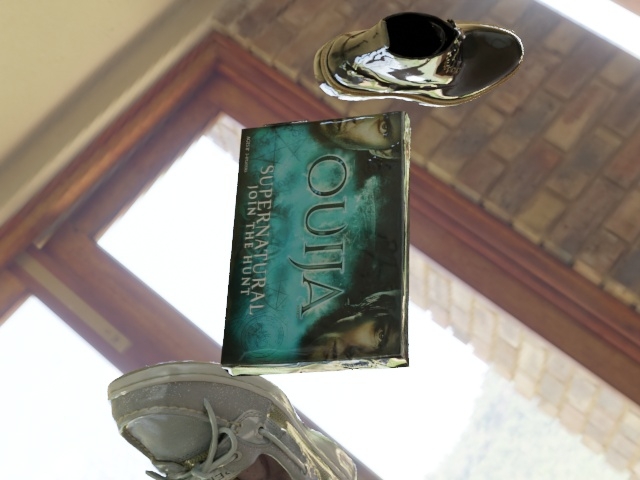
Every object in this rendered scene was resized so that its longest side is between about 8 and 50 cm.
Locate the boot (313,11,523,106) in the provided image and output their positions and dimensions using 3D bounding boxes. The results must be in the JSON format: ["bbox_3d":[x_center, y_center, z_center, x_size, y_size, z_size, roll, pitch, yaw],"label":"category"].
[{"bbox_3d":[0.110,-0.158,0.882,0.197,0.077,0.137,-13,1,-21],"label":"boot"}]

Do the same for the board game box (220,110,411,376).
[{"bbox_3d":[0.000,0.000,0.727,0.026,0.126,0.186,58,-149,-60],"label":"board game box"}]

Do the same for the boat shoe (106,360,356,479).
[{"bbox_3d":[-0.066,0.205,0.935,0.118,0.103,0.320,-23,-42,20],"label":"boat shoe"}]
